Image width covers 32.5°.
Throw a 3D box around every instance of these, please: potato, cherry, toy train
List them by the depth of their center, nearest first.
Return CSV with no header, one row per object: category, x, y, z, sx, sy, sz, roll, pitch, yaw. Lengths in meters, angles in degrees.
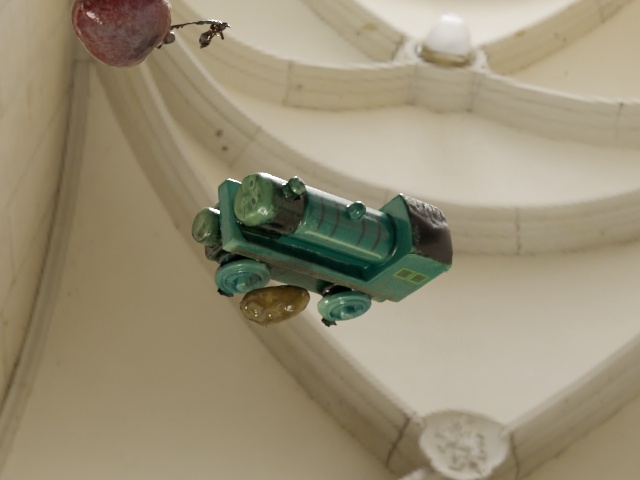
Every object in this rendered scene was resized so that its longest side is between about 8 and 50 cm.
potato,-0.053,0.075,1.253,0.092,0.047,0.045,-7,175,30
cherry,-0.196,-0.239,1.253,0.090,0.107,0.225,39,-166,31
toy train,0.000,0.000,1.332,0.298,0.194,0.120,18,-129,-35
